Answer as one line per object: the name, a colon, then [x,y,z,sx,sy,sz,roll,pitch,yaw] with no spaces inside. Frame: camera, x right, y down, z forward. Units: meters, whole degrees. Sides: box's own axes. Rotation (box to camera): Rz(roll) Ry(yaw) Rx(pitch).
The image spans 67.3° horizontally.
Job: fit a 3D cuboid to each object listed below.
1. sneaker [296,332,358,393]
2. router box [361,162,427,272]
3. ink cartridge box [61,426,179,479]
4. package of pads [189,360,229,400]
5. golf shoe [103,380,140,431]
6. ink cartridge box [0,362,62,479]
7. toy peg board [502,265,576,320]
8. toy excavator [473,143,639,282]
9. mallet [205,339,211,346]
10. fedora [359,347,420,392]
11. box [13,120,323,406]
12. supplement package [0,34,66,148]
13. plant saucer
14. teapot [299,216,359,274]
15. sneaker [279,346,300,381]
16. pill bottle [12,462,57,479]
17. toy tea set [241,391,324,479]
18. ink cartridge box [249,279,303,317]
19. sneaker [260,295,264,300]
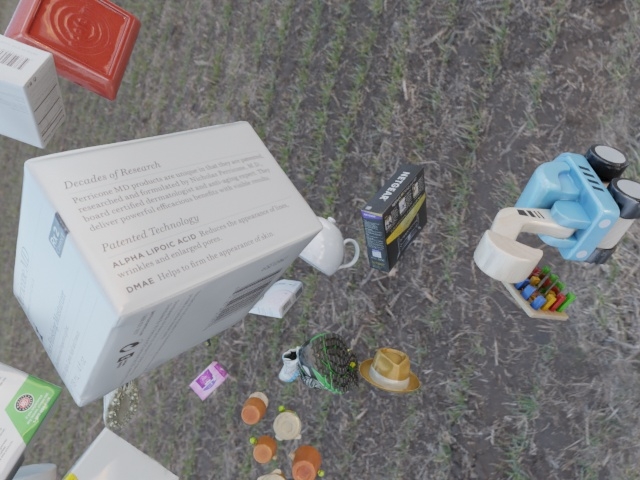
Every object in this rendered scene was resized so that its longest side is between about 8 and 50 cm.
sneaker: [0.001,0.318,1.178,0.146,0.343,0.134,-8,64,10]
router box: [0.260,-0.081,1.636,0.081,0.309,0.243,15,134,33]
ink cartridge box: [-0.300,0.366,0.630,0.128,0.127,0.176,-45,9,44]
package of pads: [-0.259,0.325,1.115,0.083,0.032,0.050,-44,87,10]
golf shoe: [-0.412,0.294,0.975,0.086,0.069,0.176,20,102,40]
ink cartridge box: [-0.651,0.310,0.839,0.121,0.289,0.211,-48,17,47]
toy peg board: [0.613,0.134,1.346,0.079,0.160,0.161,-61,35,30]
toy excavator: [0.575,-0.060,1.214,0.433,0.445,0.222,-90,7,-45]
mallet: [-0.384,0.271,1.559,0.062,0.039,0.190,16,127,8]
fedora: [0.205,0.365,1.392,0.194,0.194,0.079,22,107,45]
box: [-0.127,0.016,0.395,0.119,0.182,0.181,54,136,12]
supplement package: [-0.594,-0.291,0.958,0.179,0.105,0.105,121,166,-56]
plant saucer: [-0.587,-0.515,1.171,0.047,0.259,0.259,-14,60,50]
teapot: [0.000,0.000,1.785,0.252,0.256,0.187,33,84,22]
sneaker: [-0.091,0.375,1.494,0.191,0.082,0.071,-49,32,36]
pill bottle: [-0.607,0.614,0.969,0.162,0.162,0.279,-16,75,42]
toy tea set: [-0.125,0.629,1.515,0.200,0.124,0.336,-19,89,4]
ink cartridge box: [-0.209,0.217,1.881,0.232,0.189,0.066,9,121,24]
sneaker: [-0.230,0.094,1.538,0.290,0.105,0.123,-112,27,-67]
